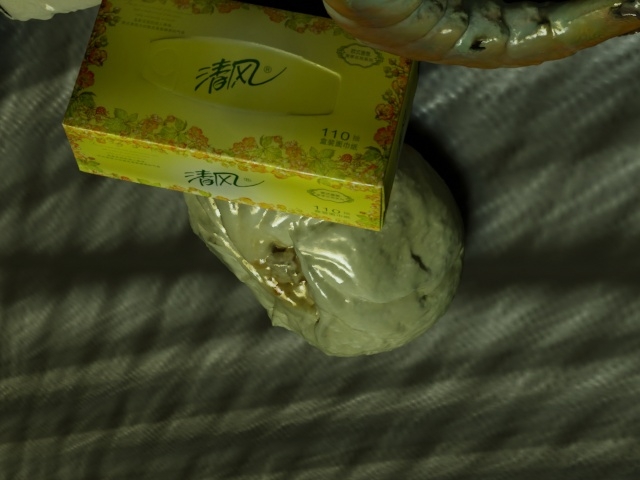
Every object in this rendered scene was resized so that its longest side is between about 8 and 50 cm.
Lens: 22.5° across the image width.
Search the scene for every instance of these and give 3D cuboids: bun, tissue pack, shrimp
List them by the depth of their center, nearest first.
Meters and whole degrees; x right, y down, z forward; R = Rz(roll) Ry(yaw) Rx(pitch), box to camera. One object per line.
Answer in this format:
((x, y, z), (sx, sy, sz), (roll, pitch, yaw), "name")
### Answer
((0.082, -0.121, 0.768), (0.166, 0.049, 0.161), (2, 161, 19), "shrimp")
((-0.041, -0.075, 0.873), (0.176, 0.095, 0.062), (12, 159, 6), "tissue pack")
((0.000, 0.000, 0.967), (0.164, 0.111, 0.188), (8, 147, 29), "bun")

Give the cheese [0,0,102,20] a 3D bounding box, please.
((-0.050, -0.174, 0.824), (0.400, 0.034, 0.085), (-5, 137, 38), "cheese")
